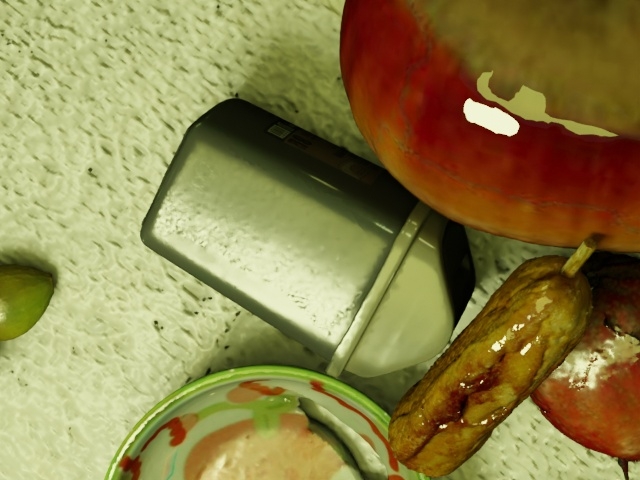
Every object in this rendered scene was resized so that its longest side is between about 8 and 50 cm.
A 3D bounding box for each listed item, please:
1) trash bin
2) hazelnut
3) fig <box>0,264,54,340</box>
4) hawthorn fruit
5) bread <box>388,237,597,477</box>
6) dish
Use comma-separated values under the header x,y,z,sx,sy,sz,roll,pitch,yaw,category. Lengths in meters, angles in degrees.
x,y,z,sx,sy,sz,roll,pitch,yaw,category
0.000,0.000,1.628,0.290,0.209,0.182,29,107,4,trash bin
0.220,-0.159,1.509,0.409,0.359,0.359,14,105,-1,hazelnut
-0.298,0.056,1.744,0.088,0.074,0.074,-22,101,-11,fig
0.270,0.124,1.654,0.181,0.181,0.235,-9,119,8,hawthorn fruit
0.155,0.101,1.532,0.084,0.124,0.344,33,140,-2,bread
-0.050,0.263,1.742,0.324,0.124,0.324,0,101,0,dish
